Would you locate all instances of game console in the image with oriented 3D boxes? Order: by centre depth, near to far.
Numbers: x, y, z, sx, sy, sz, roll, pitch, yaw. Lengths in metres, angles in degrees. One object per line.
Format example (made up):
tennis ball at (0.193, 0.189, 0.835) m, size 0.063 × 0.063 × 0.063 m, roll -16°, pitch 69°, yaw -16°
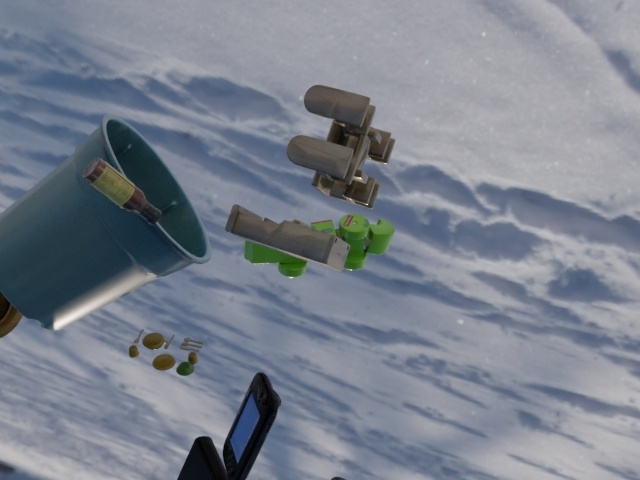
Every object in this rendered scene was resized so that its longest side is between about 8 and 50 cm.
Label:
game console at (-0.164, 0.393, 1.561) m, size 0.044 × 0.361 × 0.213 m, roll 9°, pitch -154°, yaw -34°

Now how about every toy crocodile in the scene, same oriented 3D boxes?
toy crocodile at (0.000, 0.000, 1.887) m, size 0.340 × 0.105 × 0.115 m, roll -6°, pitch 129°, yaw -9°

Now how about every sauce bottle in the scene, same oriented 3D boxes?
sauce bottle at (-0.287, -0.068, 1.257) m, size 0.042 × 0.042 × 0.128 m, roll -6°, pitch 140°, yaw 47°

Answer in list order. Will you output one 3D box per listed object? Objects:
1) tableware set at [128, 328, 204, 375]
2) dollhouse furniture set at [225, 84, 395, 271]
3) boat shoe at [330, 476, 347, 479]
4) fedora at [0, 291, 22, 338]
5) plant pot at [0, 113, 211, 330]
tableware set at (-0.327, 0.239, 1.799) m, size 0.154 × 0.104 × 0.024 m, roll 10°, pitch 127°, yaw 11°
dollhouse furniture set at (-0.015, -0.096, 1.278) m, size 0.161 × 0.242 × 0.212 m, roll 18°, pitch 176°, yaw 17°
boat shoe at (0.049, 0.317, 1.012) m, size 0.049 × 0.042 × 0.133 m, roll -24°, pitch 121°, yaw 31°
fedora at (-0.732, 0.127, 1.856) m, size 0.194 × 0.194 × 0.079 m, roll 28°, pitch 155°, yaw -20°
plant pot at (-0.449, -0.015, 1.684) m, size 0.334 × 0.341 × 0.341 m, roll -32°, pitch 142°, yaw 8°
